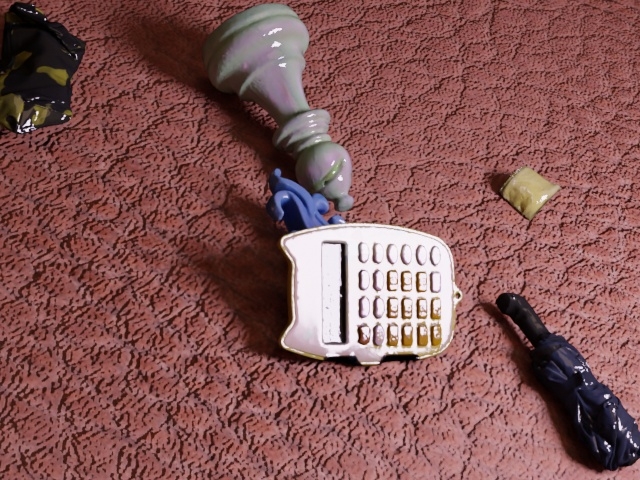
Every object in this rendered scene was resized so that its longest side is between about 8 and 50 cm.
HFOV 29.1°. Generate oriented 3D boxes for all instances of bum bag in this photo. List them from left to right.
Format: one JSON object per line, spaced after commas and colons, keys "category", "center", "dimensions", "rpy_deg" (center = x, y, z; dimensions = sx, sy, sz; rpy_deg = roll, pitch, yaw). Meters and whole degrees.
{"category": "bum bag", "center": [-0.333, -0.196, 1.435], "dimensions": [0.107, 0.060, 0.232], "rpy_deg": [9, 42, -12]}

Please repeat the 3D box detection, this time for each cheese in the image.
{"category": "cheese", "center": [0.288, -0.072, 1.656], "dimensions": [0.060, 0.041, 0.084], "rpy_deg": [42, 45, 18]}

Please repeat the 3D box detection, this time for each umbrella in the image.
{"category": "umbrella", "center": [0.286, 0.151, 1.417], "dimensions": [0.071, 0.071, 0.248], "rpy_deg": [-8, 54, -33]}

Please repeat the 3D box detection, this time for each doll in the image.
{"category": "doll", "center": [0.000, 0.000, 1.412], "dimensions": [0.110, 0.067, 0.206], "rpy_deg": [-26, 73, -46]}

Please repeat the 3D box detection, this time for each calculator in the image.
{"category": "calculator", "center": [0.055, 0.060, 1.360], "dimensions": [0.237, 0.033, 0.157], "rpy_deg": [3, 83, -27]}

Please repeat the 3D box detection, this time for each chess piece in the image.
{"category": "chess piece", "center": [-0.031, -0.151, 1.520], "dimensions": [0.139, 0.139, 0.271], "rpy_deg": [-15, 67, -38]}
